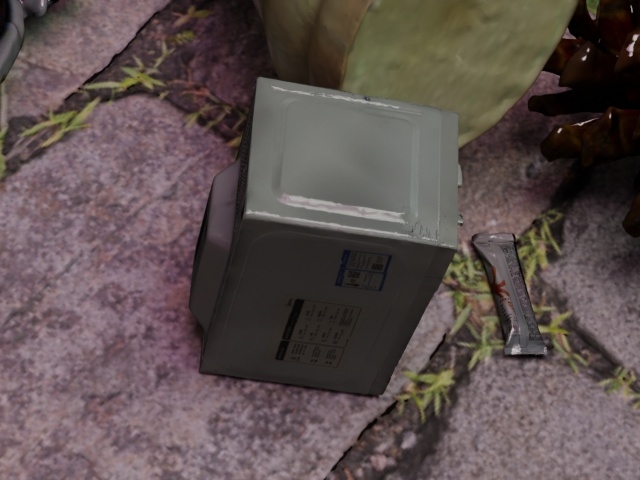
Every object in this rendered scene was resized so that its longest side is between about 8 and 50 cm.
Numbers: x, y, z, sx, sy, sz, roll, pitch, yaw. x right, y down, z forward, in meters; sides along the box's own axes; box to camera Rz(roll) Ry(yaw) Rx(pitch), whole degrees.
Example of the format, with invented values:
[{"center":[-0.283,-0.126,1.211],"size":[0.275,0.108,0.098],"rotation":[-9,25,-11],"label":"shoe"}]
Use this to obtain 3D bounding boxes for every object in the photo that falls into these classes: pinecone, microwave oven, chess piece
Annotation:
[{"center":[0.301,-0.090,1.266],"size":[0.309,0.244,0.244],"rotation":[21,54,12],"label":"pinecone"},{"center":[0.000,0.000,1.139],"size":[0.162,0.208,0.122],"rotation":[10,55,-8],"label":"microwave oven"},{"center":[-0.017,-0.271,1.276],"size":[0.234,0.234,0.442],"rotation":[-23,50,-26],"label":"chess piece"}]

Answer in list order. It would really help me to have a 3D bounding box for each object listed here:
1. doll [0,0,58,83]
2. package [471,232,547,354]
[{"center":[-0.282,-0.176,1.252],"size":[0.145,0.103,0.316],"rotation":[38,46,-7],"label":"doll"},{"center":[0.146,0.040,1.268],"size":[0.037,0.015,0.110],"rotation":[-3,56,-15],"label":"package"}]
